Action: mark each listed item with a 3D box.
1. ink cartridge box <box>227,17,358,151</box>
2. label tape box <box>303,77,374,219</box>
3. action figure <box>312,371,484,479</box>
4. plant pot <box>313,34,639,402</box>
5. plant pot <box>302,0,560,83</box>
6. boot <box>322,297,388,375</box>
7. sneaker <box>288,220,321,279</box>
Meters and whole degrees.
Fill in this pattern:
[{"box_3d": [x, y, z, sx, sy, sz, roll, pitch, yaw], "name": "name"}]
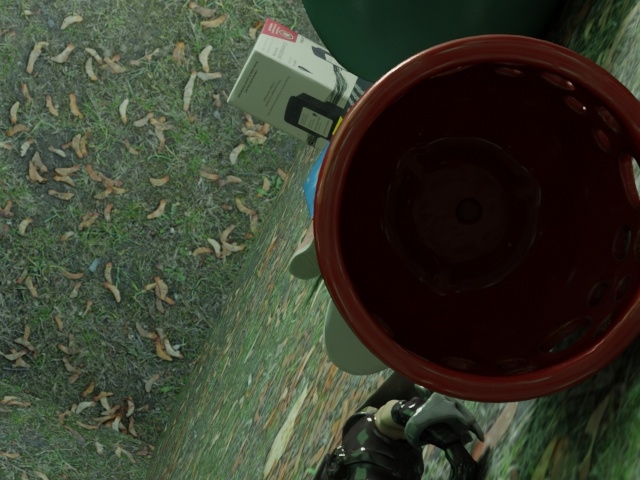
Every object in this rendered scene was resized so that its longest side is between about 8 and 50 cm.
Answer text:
[{"box_3d": [-0.005, -0.218, 1.974, 0.100, 0.237, 0.172, -60, 8, 24], "name": "ink cartridge box"}, {"box_3d": [0.099, -0.173, 1.564, 0.240, 0.106, 0.333, -102, 36, -78], "name": "label tape box"}, {"box_3d": [0.034, 0.194, 0.861, 0.285, 0.099, 0.185, -70, 0, -63], "name": "action figure"}, {"box_3d": [0.088, -0.015, 0.750, 0.174, 0.191, 0.191, -129, 63, -85], "name": "plant pot"}, {"box_3d": [0.104, -0.279, 1.214, 0.293, 0.293, 0.235, -76, -11, -56], "name": "plant pot"}, {"box_3d": [0.083, 0.008, 1.193, 0.258, 0.095, 0.123, -58, 0, -7], "name": "boot"}, {"box_3d": [0.000, 0.000, 1.967, 0.134, 0.051, 0.070, -55, 11, 43], "name": "sneaker"}]
